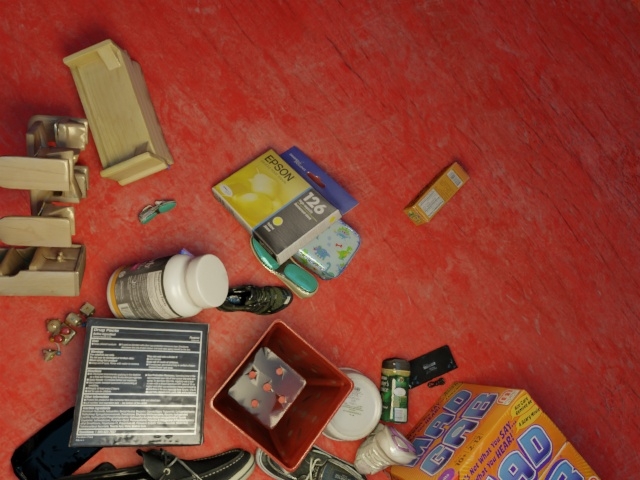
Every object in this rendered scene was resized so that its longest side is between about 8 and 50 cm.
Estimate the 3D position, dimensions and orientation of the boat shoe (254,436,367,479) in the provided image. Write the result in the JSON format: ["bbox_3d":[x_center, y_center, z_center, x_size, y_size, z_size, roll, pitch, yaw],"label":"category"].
[{"bbox_3d":[-0.011,0.620,1.477,0.335,0.119,0.121,20,75,-12],"label":"boat shoe"}]

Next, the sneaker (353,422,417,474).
[{"bbox_3d":[0.167,0.576,1.447,0.114,0.305,0.152,43,76,12],"label":"sneaker"}]

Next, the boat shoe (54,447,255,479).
[{"bbox_3d":[-0.395,0.582,1.313,0.500,0.187,0.156,-7,83,-27],"label":"boat shoe"}]

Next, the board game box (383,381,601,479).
[{"bbox_3d":[0.458,0.652,1.485,0.356,0.356,0.356,-42,93,-20],"label":"board game box"}]

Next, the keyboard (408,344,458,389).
[{"bbox_3d":[0.340,0.405,1.676,0.180,0.023,0.108,-19,79,-18],"label":"keyboard"}]

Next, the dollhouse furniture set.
[{"bbox_3d":[-0.703,-0.078,1.279,0.256,0.362,0.394,2,116,-18],"label":"dollhouse furniture set"}]

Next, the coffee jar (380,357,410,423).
[{"bbox_3d":[0.218,0.439,1.593,0.079,0.096,0.184,8,77,-10],"label":"coffee jar"}]

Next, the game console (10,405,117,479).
[{"bbox_3d":[-0.578,0.606,1.351,0.213,0.044,0.361,-39,91,-21],"label":"game console"}]

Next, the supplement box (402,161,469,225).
[{"bbox_3d":[0.378,-0.152,1.765,0.233,0.078,0.080,-42,96,-19],"label":"supplement box"}]

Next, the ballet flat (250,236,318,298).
[{"bbox_3d":[-0.113,0.077,1.574,0.248,0.086,0.086,45,71,1],"label":"ballet flat"}]

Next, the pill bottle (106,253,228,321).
[{"bbox_3d":[-0.385,0.121,1.373,0.278,0.162,0.162,-12,81,23],"label":"pill bottle"}]

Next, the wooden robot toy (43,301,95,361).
[{"bbox_3d":[-0.667,0.221,1.389,0.079,0.076,0.173,35,71,4],"label":"wooden robot toy"}]

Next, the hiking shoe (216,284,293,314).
[{"bbox_3d":[-0.180,0.167,1.517,0.226,0.114,0.086,-3,81,-17],"label":"hiking shoe"}]

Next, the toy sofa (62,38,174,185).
[{"bbox_3d":[-0.555,-0.346,1.505,0.150,0.177,0.363,-21,86,6],"label":"toy sofa"}]

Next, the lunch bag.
[{"bbox_3d":[0.000,0.000,1.616,0.219,0.090,0.176,36,72,-6],"label":"lunch bag"}]

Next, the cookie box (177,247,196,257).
[{"bbox_3d":[-0.356,0.071,1.487,0.092,0.107,0.040,39,71,-6],"label":"cookie box"}]

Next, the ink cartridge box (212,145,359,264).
[{"bbox_3d":[-0.099,-0.128,1.564,0.307,0.072,0.303,-39,66,-17],"label":"ink cartridge box"}]

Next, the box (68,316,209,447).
[{"bbox_3d":[-0.439,0.359,1.347,0.296,0.183,0.294,6,68,-17],"label":"box"}]

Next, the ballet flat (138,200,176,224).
[{"bbox_3d":[-0.463,-0.089,1.524,0.114,0.041,0.041,-34,90,-20],"label":"ballet flat"}]

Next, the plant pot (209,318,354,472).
[{"bbox_3d":[-0.118,0.396,1.428,0.267,0.236,0.267,41,71,-5],"label":"plant pot"}]

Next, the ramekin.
[{"bbox_3d":[0.076,0.468,1.539,0.207,0.109,0.207,3,79,-15],"label":"ramekin"}]
